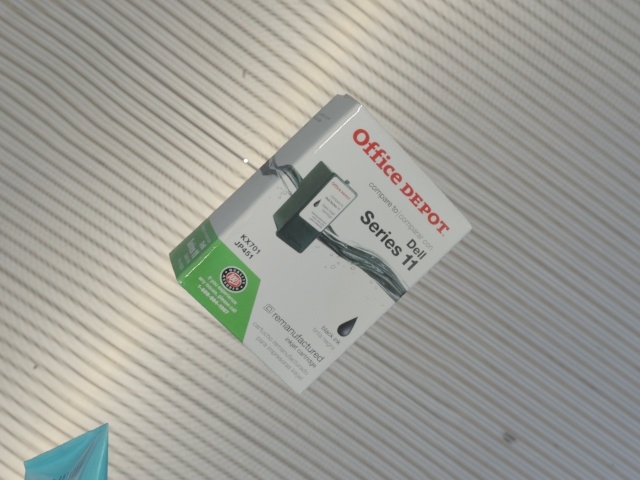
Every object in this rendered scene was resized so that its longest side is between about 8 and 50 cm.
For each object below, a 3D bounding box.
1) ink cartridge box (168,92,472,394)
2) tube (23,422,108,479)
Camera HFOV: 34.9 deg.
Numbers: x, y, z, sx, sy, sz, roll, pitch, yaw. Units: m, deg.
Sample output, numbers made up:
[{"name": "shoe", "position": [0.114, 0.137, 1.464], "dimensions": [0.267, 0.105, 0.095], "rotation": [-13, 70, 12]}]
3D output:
[{"name": "ink cartridge box", "position": [0.000, 0.000, 0.862], "dimensions": [0.208, 0.087, 0.153], "rotation": [-45, 108, 1]}, {"name": "tube", "position": [-0.142, 0.208, 0.550], "dimensions": [0.080, 0.052, 0.207], "rotation": [-24, 54, 28]}]
